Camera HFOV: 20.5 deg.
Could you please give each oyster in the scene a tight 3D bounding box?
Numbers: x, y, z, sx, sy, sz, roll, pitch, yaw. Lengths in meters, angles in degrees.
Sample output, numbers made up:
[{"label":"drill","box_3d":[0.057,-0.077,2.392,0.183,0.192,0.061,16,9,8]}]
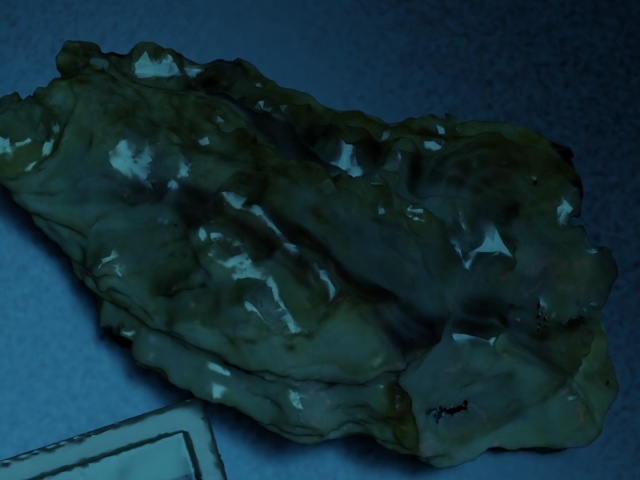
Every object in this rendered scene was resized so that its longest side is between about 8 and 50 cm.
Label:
[{"label":"oyster","box_3d":[0.000,0.002,0.887,0.354,0.107,0.201,12,72,-8]}]

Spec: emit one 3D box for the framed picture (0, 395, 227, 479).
[{"label":"framed picture","box_3d":[-0.110,0.237,0.855,0.209,0.019,0.281,-19,82,-14]}]
